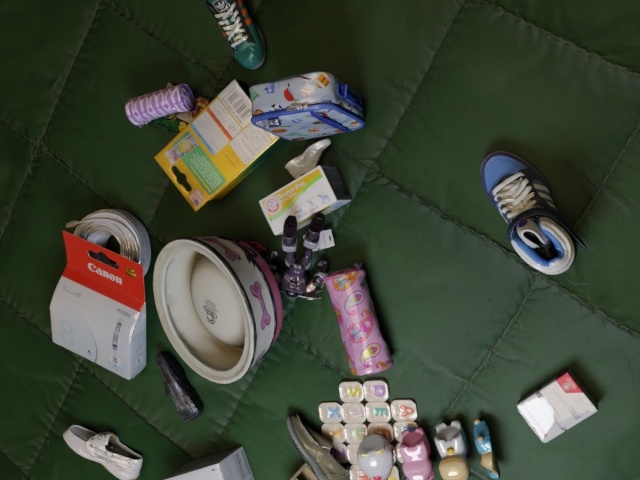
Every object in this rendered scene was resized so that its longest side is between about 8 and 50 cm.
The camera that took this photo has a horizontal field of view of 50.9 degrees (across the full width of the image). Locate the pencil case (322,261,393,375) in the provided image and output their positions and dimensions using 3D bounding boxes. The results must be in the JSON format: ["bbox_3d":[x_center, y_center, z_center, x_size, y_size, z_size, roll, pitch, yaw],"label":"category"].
[{"bbox_3d":[0.100,0.205,1.745,0.124,0.124,0.284,-18,86,22],"label":"pencil case"}]

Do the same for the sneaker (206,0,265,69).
[{"bbox_3d":[-0.246,-0.609,1.823,0.108,0.121,0.302,-23,85,22],"label":"sneaker"}]

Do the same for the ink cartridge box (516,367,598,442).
[{"bbox_3d":[0.561,0.391,1.598,0.150,0.063,0.109,-40,79,20],"label":"ink cartridge box"}]

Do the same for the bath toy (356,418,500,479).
[{"bbox_3d":[0.263,0.552,1.687,0.348,0.151,0.129,-12,114,20],"label":"bath toy"}]

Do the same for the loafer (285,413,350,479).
[{"bbox_3d":[-0.007,0.570,1.828,0.087,0.094,0.251,-31,66,-16],"label":"loafer"}]

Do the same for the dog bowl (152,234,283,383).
[{"bbox_3d":[-0.269,0.168,1.809,0.408,0.150,0.408,17,117,37],"label":"dog bowl"}]

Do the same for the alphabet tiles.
[{"bbox_3d":[0.130,0.515,1.804,0.278,0.021,0.284,-7,91,22],"label":"alphabet tiles"}]

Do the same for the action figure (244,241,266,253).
[{"bbox_3d":[-0.204,0.022,1.901,0.115,0.030,0.038,1,89,20],"label":"action figure"}]

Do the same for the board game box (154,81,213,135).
[{"bbox_3d":[-0.352,-0.349,1.935,0.260,0.030,0.136,25,105,19],"label":"board game box"}]

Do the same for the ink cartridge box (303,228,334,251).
[{"bbox_3d":[0.000,0.000,1.816,0.083,0.028,0.048,-14,89,22],"label":"ink cartridge box"}]

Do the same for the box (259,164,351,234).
[{"bbox_3d":[-0.041,-0.104,1.780,0.203,0.114,0.103,-28,82,22],"label":"box"}]

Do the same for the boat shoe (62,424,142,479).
[{"bbox_3d":[-0.670,0.638,2.098,0.277,0.098,0.096,27,103,9],"label":"boat shoe"}]

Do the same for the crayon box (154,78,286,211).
[{"bbox_3d":[-0.274,-0.256,1.850,0.323,0.083,0.203,-39,84,16],"label":"crayon box"}]

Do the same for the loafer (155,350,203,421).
[{"bbox_3d":[-0.432,0.434,1.994,0.078,0.076,0.223,-33,85,13],"label":"loafer"}]

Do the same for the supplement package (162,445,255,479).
[{"bbox_3d":[-0.292,0.758,1.924,0.204,0.145,0.262,-23,85,22],"label":"supplement package"}]

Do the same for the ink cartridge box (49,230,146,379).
[{"bbox_3d":[-0.663,0.195,1.993,0.308,0.091,0.385,21,125,19],"label":"ink cartridge box"}]

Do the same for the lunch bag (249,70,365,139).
[{"bbox_3d":[-0.024,-0.325,1.656,0.243,0.303,0.115,-5,88,22],"label":"lunch bag"}]

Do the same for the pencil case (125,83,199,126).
[{"bbox_3d":[-0.457,-0.382,1.916,0.206,0.086,0.088,-10,124,24],"label":"pencil case"}]

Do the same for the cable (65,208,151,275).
[{"bbox_3d":[-0.635,0.032,2.043,0.257,0.089,0.257,-18,88,22],"label":"cable"}]

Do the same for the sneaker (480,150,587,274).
[{"bbox_3d":[0.462,-0.070,1.512,0.130,0.236,0.323,-34,81,20],"label":"sneaker"}]

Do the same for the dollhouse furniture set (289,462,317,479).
[{"bbox_3d":[-0.018,0.732,1.860,0.182,0.101,0.161,40,131,14],"label":"dollhouse furniture set"}]

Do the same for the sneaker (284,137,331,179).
[{"bbox_3d":[-0.023,-0.219,1.802,0.152,0.054,0.061,-36,90,26],"label":"sneaker"}]

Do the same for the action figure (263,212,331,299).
[{"bbox_3d":[-0.057,0.058,1.772,0.185,0.099,0.285,7,135,-6],"label":"action figure"}]
